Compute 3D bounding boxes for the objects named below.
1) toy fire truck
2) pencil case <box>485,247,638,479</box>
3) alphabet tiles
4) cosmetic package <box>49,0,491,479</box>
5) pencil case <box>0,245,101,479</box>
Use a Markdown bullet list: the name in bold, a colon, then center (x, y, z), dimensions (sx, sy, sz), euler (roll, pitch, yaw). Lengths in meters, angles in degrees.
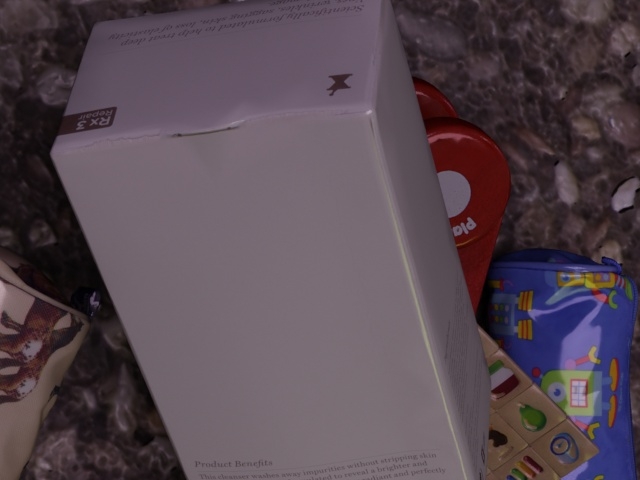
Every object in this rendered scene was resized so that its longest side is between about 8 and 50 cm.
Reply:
- **toy fire truck**: center (0.000, 0.000, 1.462), dimensions (0.302, 0.169, 0.254), euler (8, 107, -16)
- **pencil case**: center (0.204, 0.158, 1.534), dimensions (0.133, 0.119, 0.306), euler (-3, 92, 6)
- **alphabet tiles**: center (0.068, 0.164, 1.480), dimensions (0.237, 0.009, 0.198), euler (-39, 104, 25)
- **cosmetic package**: center (-0.018, 0.028, 1.288), dimensions (0.217, 0.156, 0.385), euler (-5, 128, 12)
- **pencil case**: center (-0.306, 0.195, 1.351), dimensions (0.160, 0.183, 0.410), euler (22, 87, 3)
